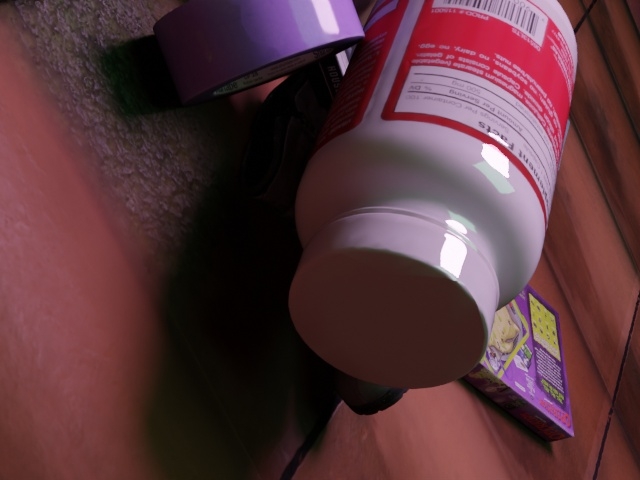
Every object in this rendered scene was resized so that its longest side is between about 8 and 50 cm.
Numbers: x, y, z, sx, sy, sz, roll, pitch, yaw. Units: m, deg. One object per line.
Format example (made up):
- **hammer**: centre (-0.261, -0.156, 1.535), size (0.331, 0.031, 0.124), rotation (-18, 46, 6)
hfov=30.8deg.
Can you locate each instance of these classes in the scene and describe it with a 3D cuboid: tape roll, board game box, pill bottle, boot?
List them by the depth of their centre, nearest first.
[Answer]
- **pill bottle**: centre (0.108, -0.070, 1.101), size (0.229, 0.229, 0.408), rotation (53, 39, -30)
- **tape roll**: centre (-0.058, -0.197, 1.109), size (0.189, 0.189, 0.080), rotation (-29, 98, -62)
- **boot**: centre (0.000, 0.000, 1.204), size (0.222, 0.118, 0.338), rotation (39, 35, -35)
- **board game box**: centre (0.254, 0.128, 1.619), size (0.347, 0.056, 0.208), rotation (39, 37, -45)

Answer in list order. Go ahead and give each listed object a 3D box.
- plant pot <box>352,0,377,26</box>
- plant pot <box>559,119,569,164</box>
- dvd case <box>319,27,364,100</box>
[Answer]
- **plant pot**: centre (0.001, -0.338, 1.266), size (0.284, 0.284, 0.191), rotation (-65, 161, -53)
- **plant pot**: centre (0.208, -0.188, 1.623), size (0.234, 0.165, 0.165), rotation (53, 32, -16)
- **dvd case**: centre (0.043, -0.245, 1.447), size (0.239, 0.029, 0.179), rotation (-77, 154, -44)
